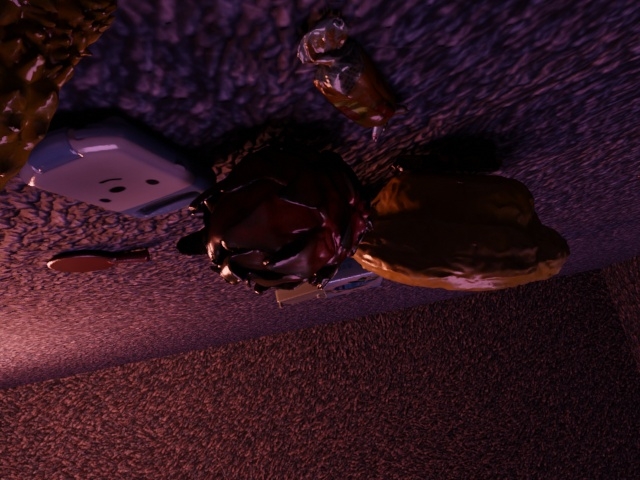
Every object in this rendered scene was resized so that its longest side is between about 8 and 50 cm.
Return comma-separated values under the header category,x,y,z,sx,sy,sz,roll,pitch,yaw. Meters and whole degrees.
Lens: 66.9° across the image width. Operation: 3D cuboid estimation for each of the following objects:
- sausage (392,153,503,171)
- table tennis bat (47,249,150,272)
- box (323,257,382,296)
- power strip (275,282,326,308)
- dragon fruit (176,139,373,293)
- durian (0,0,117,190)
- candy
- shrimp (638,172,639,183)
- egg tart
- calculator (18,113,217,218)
category,x,y,z,sx,sy,sz,roll,pitch,yaw
sausage,0.183,-0.107,0.678,0.199,0.028,0.025,-5,119,-26
table tennis bat,-0.359,0.034,0.789,0.155,0.019,0.098,-7,164,-9
box,0.069,0.069,1.139,0.143,0.083,0.232,-13,164,0
power strip,-0.004,0.147,1.410,0.216,0.061,0.145,-18,163,24
dragon fruit,-0.037,-0.024,0.538,0.182,0.182,0.188,-31,-160,50
durian,-0.218,-0.099,0.282,0.183,0.165,0.132,7,-148,14
candy,0.037,-0.132,0.434,0.053,0.046,0.182,-21,161,25
shrimp,0.732,-0.151,0.966,0.180,0.041,0.099,-18,179,17
egg tart,0.186,-0.032,0.682,0.319,0.128,0.319,3,-164,-1
calculator,-0.197,-0.068,0.501,0.121,0.039,0.210,-15,166,16
